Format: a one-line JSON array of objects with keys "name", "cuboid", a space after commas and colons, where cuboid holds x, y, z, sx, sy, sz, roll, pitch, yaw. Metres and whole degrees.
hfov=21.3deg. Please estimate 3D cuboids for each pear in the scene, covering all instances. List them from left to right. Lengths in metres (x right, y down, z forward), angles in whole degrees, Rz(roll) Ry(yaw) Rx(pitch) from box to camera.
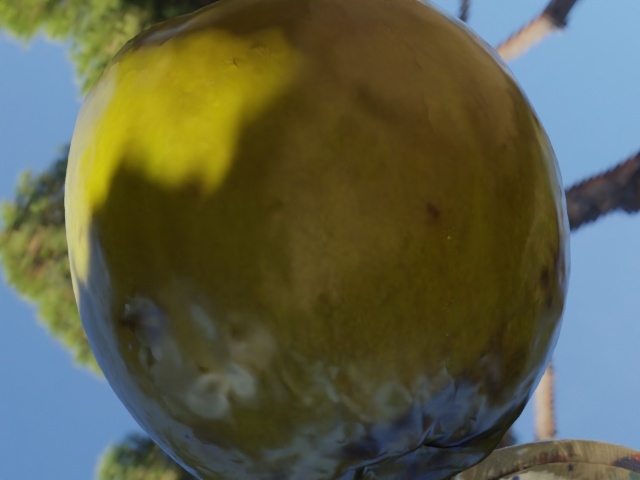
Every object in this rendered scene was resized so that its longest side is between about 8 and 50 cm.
[{"name": "pear", "cuboid": [0.000, 0.000, 0.507, 0.149, 0.149, 0.162, -9, -103, -43]}]

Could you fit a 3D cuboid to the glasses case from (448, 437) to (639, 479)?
[{"name": "glasses case", "cuboid": [0.023, 0.167, 0.676, 0.125, 0.327, 0.076, 43, -142, -22]}]
